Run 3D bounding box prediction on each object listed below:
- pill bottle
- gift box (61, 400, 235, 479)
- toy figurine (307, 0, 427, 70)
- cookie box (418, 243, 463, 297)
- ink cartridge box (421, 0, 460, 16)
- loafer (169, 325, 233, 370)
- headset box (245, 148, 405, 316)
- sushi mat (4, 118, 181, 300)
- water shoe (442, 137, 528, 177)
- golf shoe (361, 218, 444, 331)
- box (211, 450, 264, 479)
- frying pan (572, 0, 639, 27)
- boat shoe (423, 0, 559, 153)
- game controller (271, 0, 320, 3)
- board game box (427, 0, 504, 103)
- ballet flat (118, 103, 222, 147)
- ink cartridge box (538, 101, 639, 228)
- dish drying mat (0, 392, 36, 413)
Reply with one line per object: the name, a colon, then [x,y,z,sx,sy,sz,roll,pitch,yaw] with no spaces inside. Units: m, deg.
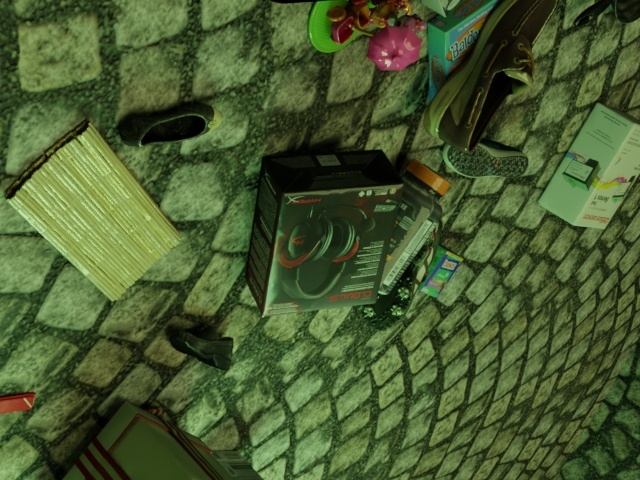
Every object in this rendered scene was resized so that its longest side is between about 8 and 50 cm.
pill bottle: [0.141,-0.031,1.942,0.246,0.130,0.130,-56,148,6]
gift box: [-0.285,0.458,1.769,0.255,0.258,0.276,-48,140,-6]
toy figurine: [0.096,-0.324,1.564,0.173,0.159,0.130,-39,146,-20]
cookie box: [0.254,0.066,2.264,0.107,0.040,0.092,-57,147,7]
ink cartridge box: [0.188,-0.509,1.588,0.165,0.065,0.333,-47,147,-5]
loafer: [-0.204,0.176,1.793,0.170,0.062,0.061,43,64,-61]
headset box: [0.000,0.000,1.751,0.218,0.110,0.293,-5,130,-21]
sushi mat: [-0.313,-0.033,1.473,0.151,0.019,0.316,-45,148,-9]
water shoe: [0.322,-0.169,2.093,0.203,0.080,0.073,10,113,-27]
golf shoe: [0.179,0.067,2.119,0.120,0.105,0.273,-9,130,-57]
box: [-0.158,0.486,2.029,0.038,0.186,0.145,-58,148,10]
frying pan: [0.628,-0.506,2.155,0.326,0.053,0.197,-44,147,-8]
boat shoe: [0.327,-0.302,1.818,0.342,0.123,0.123,-51,148,-1]
game controller: [0.063,-0.415,1.450,0.319,0.067,0.166,-10,130,-23]
board game box: [0.265,-0.338,1.867,0.160,0.047,0.210,-37,145,-22]
ballet flat: [-0.205,-0.155,1.456,0.173,0.049,0.057,-19,136,-41]
ink cartridge box: [0.673,-0.173,2.481,0.201,0.117,0.278,4,119,-53]
dish drying mat: [-0.470,0.249,1.565,0.083,0.008,0.032,-1,124,-51]
